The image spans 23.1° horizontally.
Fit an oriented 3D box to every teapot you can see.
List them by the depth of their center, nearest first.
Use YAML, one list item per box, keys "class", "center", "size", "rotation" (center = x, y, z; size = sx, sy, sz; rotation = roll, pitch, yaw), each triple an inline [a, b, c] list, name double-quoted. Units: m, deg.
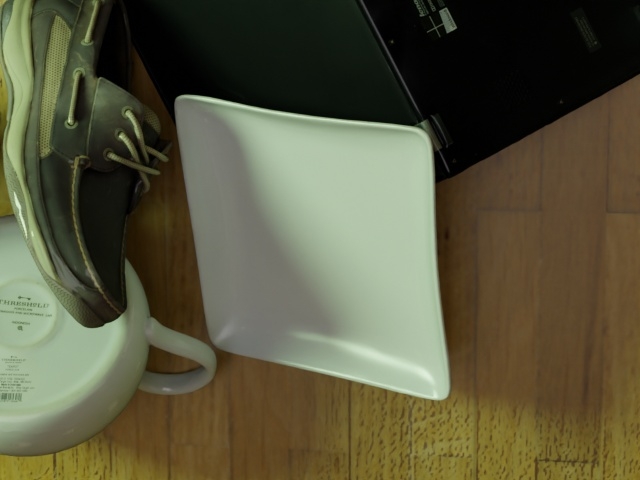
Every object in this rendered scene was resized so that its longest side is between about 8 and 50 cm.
- class: "teapot"
  center: [-0.275, 0.108, 1.536]
  size: [0.252, 0.187, 0.256]
  rotation: [-40, 70, -18]

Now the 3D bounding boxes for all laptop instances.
- class: "laptop"
  center: [0.044, -0.242, 1.498]
  size: [0.408, 0.236, 0.382]
  rotation: [-29, 95, -15]

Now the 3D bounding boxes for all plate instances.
- class: "plate"
  center: [0.000, 0.000, 1.472]
  size: [0.277, 0.045, 0.278]
  rotation: [10, 120, 30]

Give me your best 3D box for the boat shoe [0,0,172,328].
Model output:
- class: "boat shoe"
  center: [-0.212, -0.094, 1.446]
  size: [0.130, 0.132, 0.355]
  rotation: [-17, 65, 9]
